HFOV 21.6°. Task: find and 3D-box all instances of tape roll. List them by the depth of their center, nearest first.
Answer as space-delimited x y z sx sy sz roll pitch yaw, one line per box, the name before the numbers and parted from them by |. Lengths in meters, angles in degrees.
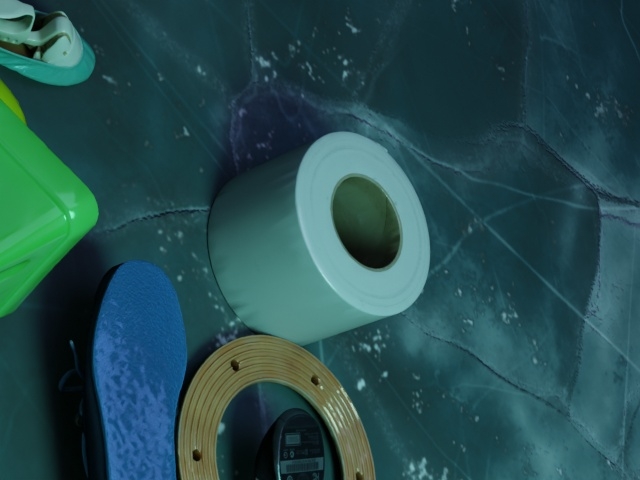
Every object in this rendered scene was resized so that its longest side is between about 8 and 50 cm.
tape roll | 0.000 0.000 2.155 0.246 0.169 0.246 20 60 -40

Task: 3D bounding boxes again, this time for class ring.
ring | -0.055 0.283 2.079 0.336 0.032 0.337 22 58 -39

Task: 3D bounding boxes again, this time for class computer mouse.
computer mouse | -0.064 0.335 1.983 0.184 0.060 0.262 -5 89 -52

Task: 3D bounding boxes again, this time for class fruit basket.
fruit basket | -0.393 -0.102 1.690 0.392 0.283 0.392 21 50 -27

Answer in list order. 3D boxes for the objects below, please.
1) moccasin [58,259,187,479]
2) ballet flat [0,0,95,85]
moccasin | -0.231 0.193 1.871 0.137 0.117 0.342 14 68 -30
ballet flat | -0.342 -0.238 1.950 0.247 0.087 0.083 11 65 -44
